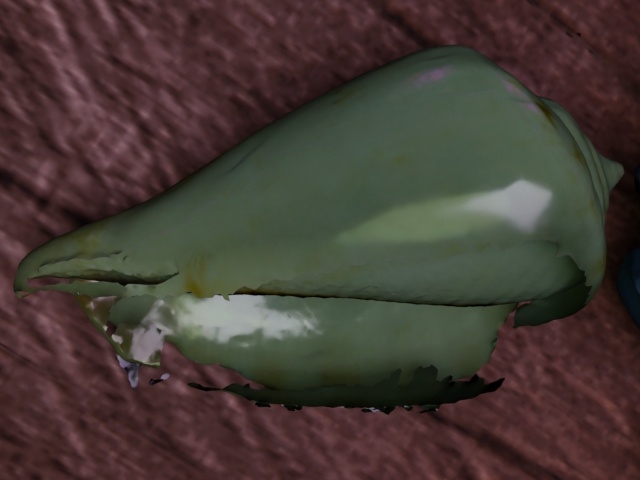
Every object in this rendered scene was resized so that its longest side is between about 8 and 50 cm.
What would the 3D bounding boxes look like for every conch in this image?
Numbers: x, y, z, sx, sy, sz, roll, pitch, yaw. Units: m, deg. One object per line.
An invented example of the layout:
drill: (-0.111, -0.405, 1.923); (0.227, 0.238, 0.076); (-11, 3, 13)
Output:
conch: (0.013, 0.014, 0.489); (0.251, 0.143, 0.137); (-32, 60, 8)

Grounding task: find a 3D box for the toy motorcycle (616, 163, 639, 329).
toy motorcycle: (0.245, -0.079, 0.489); (0.172, 0.232, 0.416); (7, 84, -42)
